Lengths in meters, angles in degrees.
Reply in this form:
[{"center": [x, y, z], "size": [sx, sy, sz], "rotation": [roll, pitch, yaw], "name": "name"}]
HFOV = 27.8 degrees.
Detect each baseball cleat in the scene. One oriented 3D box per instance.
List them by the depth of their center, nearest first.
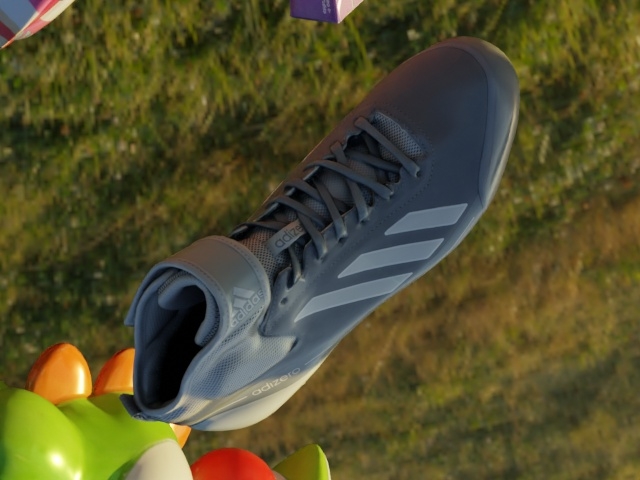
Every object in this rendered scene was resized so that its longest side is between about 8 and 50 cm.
[{"center": [0.000, 0.000, 0.515], "size": [0.206, 0.072, 0.109], "rotation": [-53, 158, 9], "name": "baseball cleat"}]

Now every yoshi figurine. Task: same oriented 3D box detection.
[{"center": [-0.108, 0.208, 0.717], "size": [0.204, 0.203, 0.362], "rotation": [-24, 137, 22], "name": "yoshi figurine"}]

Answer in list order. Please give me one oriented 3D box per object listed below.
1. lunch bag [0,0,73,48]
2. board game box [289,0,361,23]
[{"center": [-0.083, -0.219, 0.595], "size": [0.293, 0.258, 0.120], "rotation": [-42, 111, 16], "name": "lunch bag"}, {"center": [0.025, -0.348, 0.873], "size": [0.056, 0.208, 0.346], "rotation": [17, 133, 30], "name": "board game box"}]
